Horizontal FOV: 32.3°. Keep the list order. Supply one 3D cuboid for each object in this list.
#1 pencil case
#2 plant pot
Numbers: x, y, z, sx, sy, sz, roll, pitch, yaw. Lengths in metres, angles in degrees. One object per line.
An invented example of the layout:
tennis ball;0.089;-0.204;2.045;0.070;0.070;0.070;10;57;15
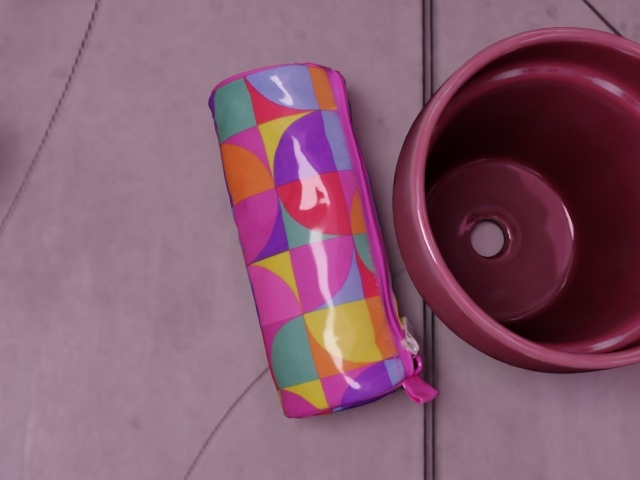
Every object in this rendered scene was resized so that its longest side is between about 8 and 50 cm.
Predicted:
pencil case;0.000;0.000;0.723;0.104;0.104;0.237;-16;84;-11
plant pot;0.135;-0.013;0.705;0.201;0.180;0.202;1;81;-8
